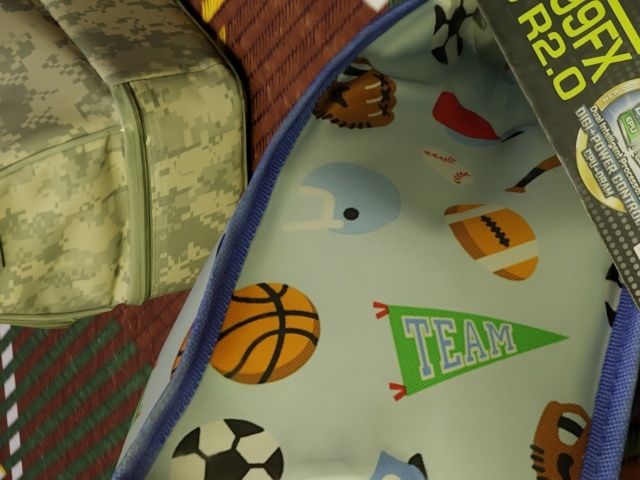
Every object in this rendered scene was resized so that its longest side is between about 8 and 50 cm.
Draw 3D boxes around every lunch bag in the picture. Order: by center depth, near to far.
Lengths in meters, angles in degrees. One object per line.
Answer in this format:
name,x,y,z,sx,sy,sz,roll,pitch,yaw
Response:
lunch bag,0.039,0.079,0.973,0.328,0.239,0.385,111,178,-54
lunch bag,-0.226,-0.082,1.487,0.305,0.256,0.212,51,146,44

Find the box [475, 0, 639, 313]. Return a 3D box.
box,0.143,-0.047,0.772,0.060,0.216,0.270,-33,65,18
